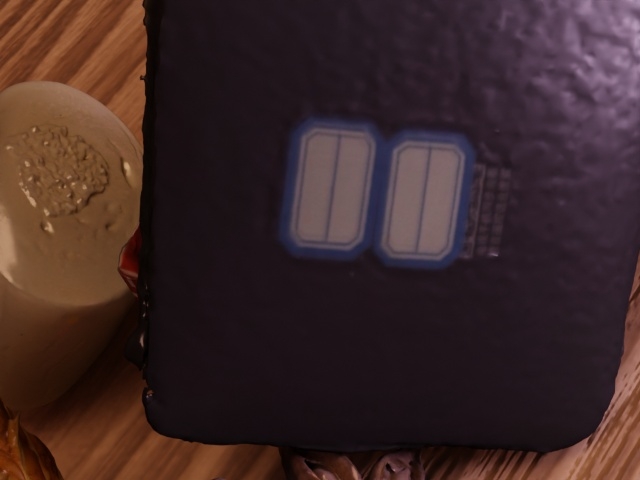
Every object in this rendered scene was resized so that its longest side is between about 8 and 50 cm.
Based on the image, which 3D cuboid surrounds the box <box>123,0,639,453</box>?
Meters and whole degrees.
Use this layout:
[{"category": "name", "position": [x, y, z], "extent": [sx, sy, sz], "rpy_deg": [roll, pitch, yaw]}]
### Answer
[{"category": "box", "position": [0.051, -0.034, 0.861], "extent": [0.350, 0.359, 0.091], "rpy_deg": [1, 16, -13]}]

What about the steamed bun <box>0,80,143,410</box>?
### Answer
[{"category": "steamed bun", "position": [-0.224, 0.006, 1.076], "extent": [0.155, 0.200, 0.250], "rpy_deg": [14, 46, -24]}]

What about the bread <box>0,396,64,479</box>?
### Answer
[{"category": "bread", "position": [-0.196, 0.247, 0.873], "extent": [0.114, 0.184, 0.274], "rpy_deg": [-26, 47, -8]}]

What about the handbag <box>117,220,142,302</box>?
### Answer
[{"category": "handbag", "position": [0.000, 0.000, 1.010], "extent": [0.298, 0.171, 0.151], "rpy_deg": [-33, 51, -1]}]

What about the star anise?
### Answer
[{"category": "star anise", "position": [0.043, 0.203, 0.866], "extent": [0.172, 0.063, 0.208], "rpy_deg": [-23, 53, -41]}]
